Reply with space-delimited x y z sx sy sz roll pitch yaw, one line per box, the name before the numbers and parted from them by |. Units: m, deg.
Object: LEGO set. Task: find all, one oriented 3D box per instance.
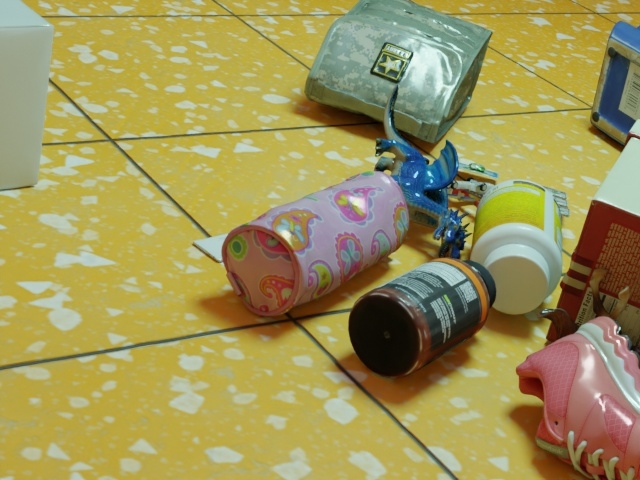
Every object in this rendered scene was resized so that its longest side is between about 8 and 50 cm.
LEGO set | 0.247 -0.069 1.944 0.244 0.060 0.182 16 14 5

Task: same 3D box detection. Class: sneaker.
sneaker | 0.300 0.215 1.351 0.136 0.116 0.314 -19 37 -4

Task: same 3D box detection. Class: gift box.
gift box | 0.456 0.032 1.599 0.276 0.255 0.258 26 38 12

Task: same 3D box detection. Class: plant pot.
plant pot | 0.616 -0.260 2.257 0.212 0.236 0.236 -9 34 -27

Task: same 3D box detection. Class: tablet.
tablet | -0.115 0.006 1.652 0.083 0.006 0.054 -15 38 -42

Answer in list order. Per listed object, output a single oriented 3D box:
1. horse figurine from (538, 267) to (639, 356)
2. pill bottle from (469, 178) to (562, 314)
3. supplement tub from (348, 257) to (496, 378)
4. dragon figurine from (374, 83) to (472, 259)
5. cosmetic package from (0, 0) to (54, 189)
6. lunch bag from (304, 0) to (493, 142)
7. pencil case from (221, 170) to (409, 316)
horse figurine | 0.385 0.130 1.491 0.263 0.174 0.066 9 28 23
pill bottle | 0.254 0.010 1.682 0.117 0.117 0.215 14 26 3
supplement tub | 0.126 0.082 1.501 0.106 0.106 0.198 28 30 28
dragon figurine | 0.144 -0.089 1.806 0.144 0.085 0.289 6 47 1
cosmetic package | -0.461 -0.210 1.677 0.138 0.224 0.224 -9 34 -36
lunch bag | 0.129 -0.282 2.155 0.235 0.169 0.287 22 35 10
pencil case | 0.000 0.000 1.599 0.124 0.124 0.284 25 28 23
